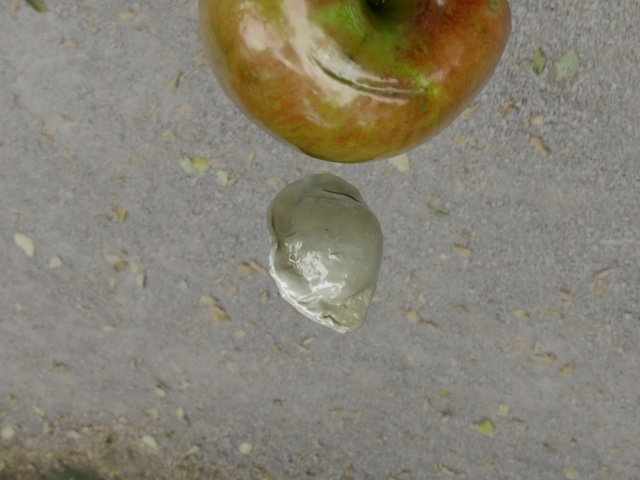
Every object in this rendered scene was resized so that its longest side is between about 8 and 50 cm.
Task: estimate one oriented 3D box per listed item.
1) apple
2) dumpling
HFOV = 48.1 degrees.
[{"bbox_3d":[0.032,-0.255,0.823,0.339,0.339,0.340,12,127,17],"label":"apple"},{"bbox_3d":[0.000,0.000,1.024,0.179,0.252,0.131,17,151,-24],"label":"dumpling"}]
